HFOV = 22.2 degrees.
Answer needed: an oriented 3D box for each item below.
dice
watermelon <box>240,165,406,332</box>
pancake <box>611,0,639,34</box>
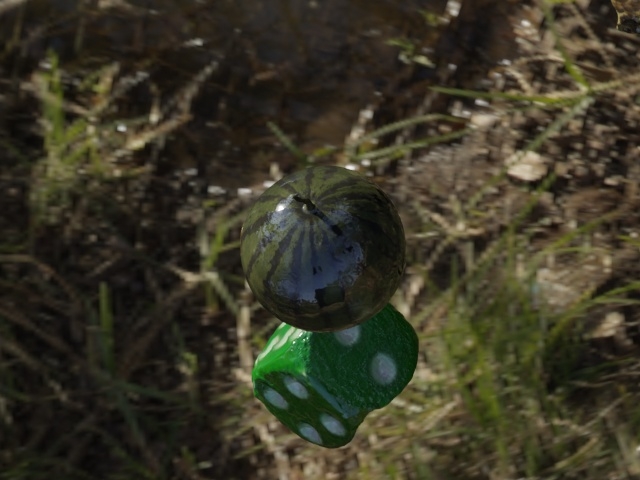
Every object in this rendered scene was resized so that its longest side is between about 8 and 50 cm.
[{"bbox_3d":[0.013,0.122,1.618,0.120,0.131,0.128,43,151,-9],"label":"dice"},{"bbox_3d":[0.000,0.000,1.009,0.105,0.133,0.105,-3,65,7],"label":"watermelon"},{"bbox_3d":[0.298,-0.282,1.563,0.184,0.020,0.190,37,143,20],"label":"pancake"}]
